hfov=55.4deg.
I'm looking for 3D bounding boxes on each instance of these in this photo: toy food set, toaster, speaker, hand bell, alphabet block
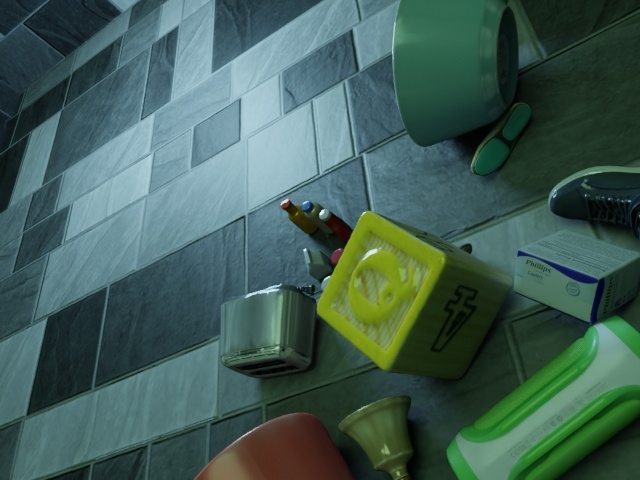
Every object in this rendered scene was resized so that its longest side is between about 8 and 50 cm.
[{"bbox_3d":[0.000,0.000,1.245,0.111,0.104,0.232,-33,46,18],"label":"toy food set"},{"bbox_3d":[-0.097,0.180,1.193,0.227,0.129,0.146,-16,58,29],"label":"toaster"},{"bbox_3d":[0.316,0.236,0.816,0.296,0.131,0.131,-42,44,9],"label":"speaker"},{"bbox_3d":[0.127,0.372,0.917,0.126,0.126,0.242,-34,58,17],"label":"hand bell"},{"bbox_3d":[0.148,0.088,0.971,0.192,0.197,0.193,33,102,47],"label":"alphabet block"}]

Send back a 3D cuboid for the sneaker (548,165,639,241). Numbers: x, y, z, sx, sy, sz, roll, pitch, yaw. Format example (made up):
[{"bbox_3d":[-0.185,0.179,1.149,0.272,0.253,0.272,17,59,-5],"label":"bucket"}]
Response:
[{"bbox_3d":[0.439,-0.040,0.892,0.226,0.086,0.163,-7,32,36],"label":"sneaker"}]

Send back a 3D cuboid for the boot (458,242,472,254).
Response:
[{"bbox_3d":[0.253,0.074,1.040,0.106,0.037,0.114,-55,39,13],"label":"boot"}]

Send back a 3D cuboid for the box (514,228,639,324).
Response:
[{"bbox_3d":[0.373,0.047,0.884,0.126,0.137,0.072,26,123,46],"label":"box"}]

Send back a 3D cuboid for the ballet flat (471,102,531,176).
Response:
[{"bbox_3d":[0.335,-0.186,1.147,0.168,0.057,0.052,-51,14,-5],"label":"ballet flat"}]

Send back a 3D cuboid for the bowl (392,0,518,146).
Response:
[{"bbox_3d":[0.264,-0.331,1.122,0.163,0.311,0.311,4,65,30],"label":"bowl"}]

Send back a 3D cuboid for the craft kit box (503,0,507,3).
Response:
[{"bbox_3d":[0.316,-0.567,1.263,0.061,0.250,0.246,2,65,41],"label":"craft kit box"}]

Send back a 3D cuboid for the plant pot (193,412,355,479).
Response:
[{"bbox_3d":[-0.036,0.436,0.890,0.275,0.275,0.243,-48,55,3],"label":"plant pot"}]
